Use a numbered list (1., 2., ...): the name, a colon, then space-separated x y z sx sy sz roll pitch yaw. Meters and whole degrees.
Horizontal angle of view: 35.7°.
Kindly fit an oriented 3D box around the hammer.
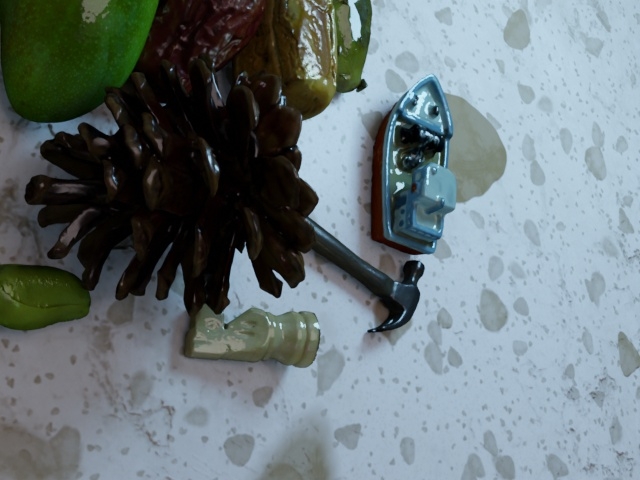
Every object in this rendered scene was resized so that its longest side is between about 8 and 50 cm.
1. hammer: 0.000 0.000 1.655 0.440 0.044 0.168 37 55 -24

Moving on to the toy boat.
1. toy boat: 0.180 -0.145 1.782 0.145 0.133 0.331 20 65 -32

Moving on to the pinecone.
1. pinecone: -0.204 -0.059 1.330 0.384 0.384 0.384 12 69 -35

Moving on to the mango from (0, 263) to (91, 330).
1. mango: -0.379 0.077 1.312 0.165 0.074 0.091 16 60 -48

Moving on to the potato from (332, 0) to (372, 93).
1. potato: 0.041 -0.372 1.768 0.117 0.090 0.225 6 79 -44

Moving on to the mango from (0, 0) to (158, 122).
1. mango: -0.343 -0.344 1.388 0.225 0.201 0.382 20 78 -25

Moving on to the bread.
1. bread: -0.065 -0.340 1.623 0.132 0.167 0.294 17 61 -42

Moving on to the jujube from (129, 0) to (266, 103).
1. jujube: -0.195 -0.332 1.511 0.190 0.190 0.255 42 71 -21

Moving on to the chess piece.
1. chess piece: -0.107 0.144 1.509 0.200 0.090 0.090 7 72 -25
